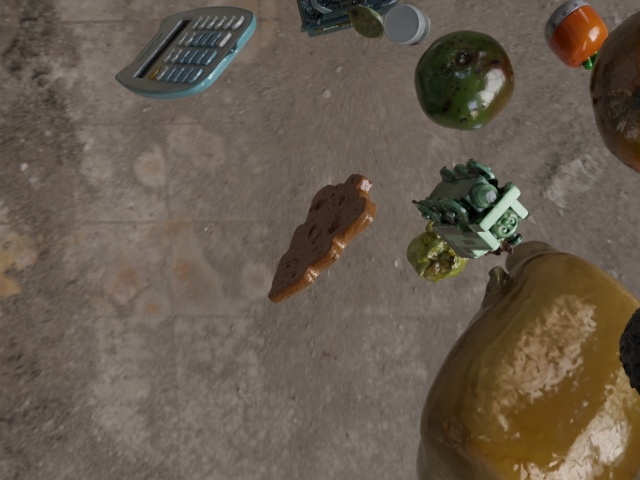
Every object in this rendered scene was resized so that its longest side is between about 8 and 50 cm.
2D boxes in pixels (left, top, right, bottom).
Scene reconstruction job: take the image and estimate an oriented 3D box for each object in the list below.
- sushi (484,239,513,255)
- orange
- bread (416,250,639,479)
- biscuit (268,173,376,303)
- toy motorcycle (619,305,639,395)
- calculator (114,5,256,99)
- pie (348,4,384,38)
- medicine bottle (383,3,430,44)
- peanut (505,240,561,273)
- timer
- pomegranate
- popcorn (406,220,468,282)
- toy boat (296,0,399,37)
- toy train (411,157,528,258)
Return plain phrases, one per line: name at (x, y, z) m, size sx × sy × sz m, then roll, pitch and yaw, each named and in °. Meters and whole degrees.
sushi at (0.345, 0.009, 1.694) m, size 0.050 × 0.099 × 0.047 m, roll 19°, pitch 84°, yaw -16°
orange at (0.466, -0.198, 1.123) m, size 0.171 × 0.240 × 0.240 m, roll -6°, pitch 106°, yaw -39°
bread at (0.297, 0.245, 1.098) m, size 0.252 × 0.376 × 0.348 m, roll 19°, pitch 139°, yaw 38°
biscuit at (0.000, 0.000, 1.675) m, size 0.043 × 0.284 × 0.306 m, roll 36°, pitch 90°, yaw -21°
toy motorcycle at (0.437, 0.106, 0.650) m, size 0.409 × 0.237 × 0.169 m, roll 21°, pitch 138°, yaw 6°
calculator at (-0.282, -0.398, 1.799) m, size 0.054 × 0.386 × 0.256 m, roll 47°, pitch 70°, yaw -34°
pie at (0.092, -0.424, 1.645) m, size 0.085 × 0.085 × 0.017 m, roll 36°, pitch 70°, yaw -5°
medicine bottle at (0.130, -0.323, 1.269) m, size 0.058 × 0.091 × 0.058 m, roll 3°, pitch 102°, yaw 16°
peanut at (0.492, 0.078, 1.871) m, size 0.129 × 0.224 × 0.129 m, roll -6°, pitch 114°, yaw -13°
timer at (0.470, -0.362, 1.521) m, size 0.136 × 0.136 × 0.099 m, roll 44°, pitch 99°, yaw -7°
pomegranate at (0.263, -0.275, 1.534) m, size 0.181 × 0.224 × 0.182 m, roll -4°, pitch 75°, yaw 15°
popcorn at (0.131, 0.008, 0.948) m, size 0.068 × 0.059 × 0.083 m, roll 16°, pitch 70°, yaw 22°
toy boat at (0.066, -0.501, 1.772) m, size 0.246 × 0.103 × 0.093 m, roll -15°, pitch 61°, yaw 4°
toy train at (0.084, -0.015, 0.463) m, size 0.053 × 0.083 × 0.033 m, roll 44°, pitch 83°, yaw -8°
